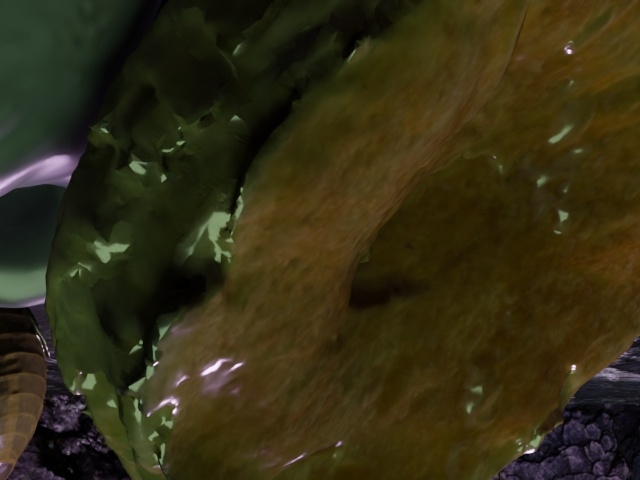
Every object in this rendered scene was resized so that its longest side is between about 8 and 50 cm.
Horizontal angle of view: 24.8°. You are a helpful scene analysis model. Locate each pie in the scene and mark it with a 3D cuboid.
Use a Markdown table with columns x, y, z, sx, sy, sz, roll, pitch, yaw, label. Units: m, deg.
| x | y | z | sx | sy | sz | roll | pitch | yaw | label |
| --- | --- | --- | --- | --- | --- | --- | --- | --- | --- |
| 0.051 | -0.021 | 0.534 | 0.083 | 0.339 | 0.339 | 39 | -164 | 35 | pie |

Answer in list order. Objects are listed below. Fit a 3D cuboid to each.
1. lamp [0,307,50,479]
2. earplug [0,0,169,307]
| x | y | z | sx | sy | sz | roll | pitch | yaw | label |
| --- | --- | --- | --- | --- | --- | --- | --- | --- | --- |
| -0.348 | 0.143 | 1.271 | 0.250 | 0.284 | 0.250 | -35 | 166 | -10 | lamp |
| -0.135 | -0.089 | 0.468 | 0.214 | 0.175 | 0.325 | -42 | 159 | 2 | earplug |
